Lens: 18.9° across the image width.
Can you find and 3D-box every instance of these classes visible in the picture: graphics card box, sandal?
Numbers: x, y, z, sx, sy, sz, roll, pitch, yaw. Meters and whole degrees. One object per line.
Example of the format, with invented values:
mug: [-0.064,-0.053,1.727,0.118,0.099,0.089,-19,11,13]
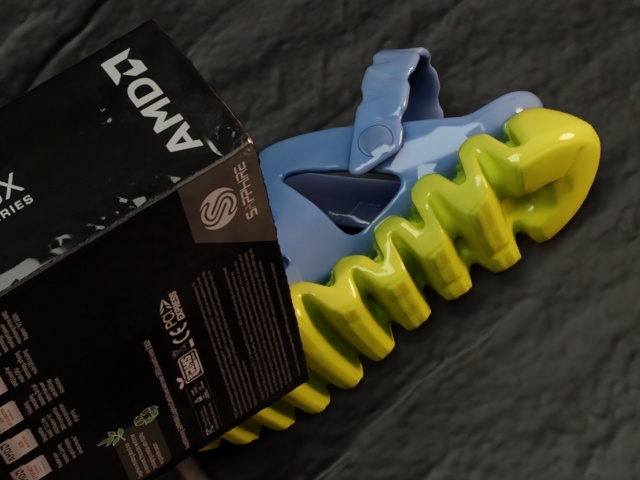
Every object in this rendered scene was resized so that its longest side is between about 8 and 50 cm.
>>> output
graphics card box: [-0.188,0.080,0.882,0.371,0.233,0.094,-32,60,-11]
sandal: [0.000,0.000,1.103,0.317,0.126,0.138,-34,61,-7]
